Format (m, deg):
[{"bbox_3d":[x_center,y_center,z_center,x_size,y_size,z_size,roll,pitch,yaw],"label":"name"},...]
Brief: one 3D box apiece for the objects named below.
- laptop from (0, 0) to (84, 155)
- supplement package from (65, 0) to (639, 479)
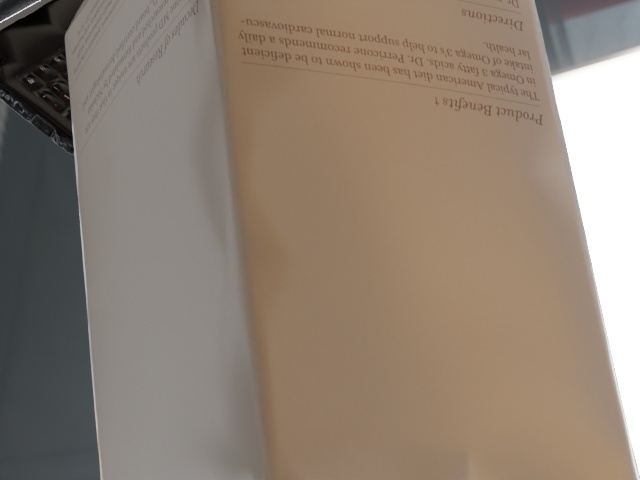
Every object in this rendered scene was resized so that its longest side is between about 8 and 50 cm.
[{"bbox_3d":[-0.047,-0.137,0.714,0.136,0.264,0.234,-53,178,32],"label":"laptop"},{"bbox_3d":[0.000,0.000,0.446,0.105,0.179,0.105,6,152,-28],"label":"supplement package"}]
